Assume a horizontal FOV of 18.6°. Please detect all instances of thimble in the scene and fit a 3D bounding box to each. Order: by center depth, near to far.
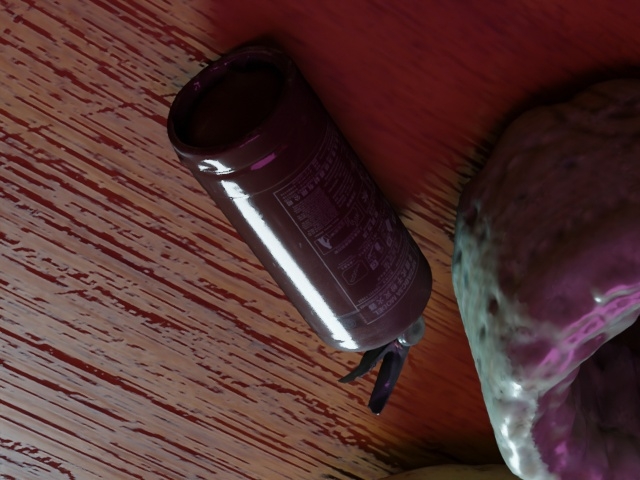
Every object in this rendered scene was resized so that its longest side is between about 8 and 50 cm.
[{"bbox_3d":[0.240,0.041,1.304,0.291,0.195,0.291,-5,132,-5],"label":"thimble"}]

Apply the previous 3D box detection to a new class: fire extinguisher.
[{"bbox_3d":[0.000,0.000,1.283,0.104,0.105,0.269,-26,131,11],"label":"fire extinguisher"}]

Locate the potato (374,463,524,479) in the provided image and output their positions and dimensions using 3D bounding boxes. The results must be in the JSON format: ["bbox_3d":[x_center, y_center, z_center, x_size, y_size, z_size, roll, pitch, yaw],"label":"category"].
[{"bbox_3d":[0.119,0.239,1.496,0.234,0.128,0.161,26,116,-27],"label":"potato"}]
